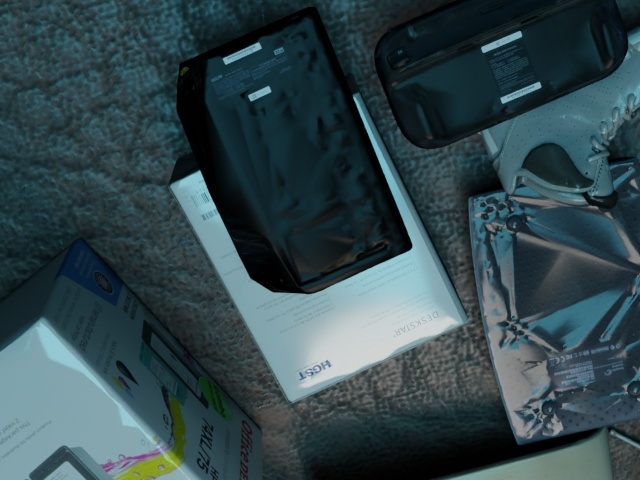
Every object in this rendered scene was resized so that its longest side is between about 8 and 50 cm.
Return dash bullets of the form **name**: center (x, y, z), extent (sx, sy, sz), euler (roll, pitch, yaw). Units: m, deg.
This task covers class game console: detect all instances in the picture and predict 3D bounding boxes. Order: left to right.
- **game console**: center (0.078, -0.106, 0.915), extent (0.361, 0.044, 0.213), euler (-23, 109, -1)

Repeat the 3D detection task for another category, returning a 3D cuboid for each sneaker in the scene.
- **sneaker**: center (0.250, -0.096, 0.964), extent (0.228, 0.086, 0.132), euler (-20, 74, 14)

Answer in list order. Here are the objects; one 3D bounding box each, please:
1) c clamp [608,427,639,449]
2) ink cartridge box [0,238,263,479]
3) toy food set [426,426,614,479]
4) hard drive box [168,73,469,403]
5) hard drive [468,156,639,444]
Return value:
- **c clamp**: center (0.387, 0.167, 1.118), extent (0.137, 0.022, 0.161), euler (33, 106, -12)
- **ink cartridge box**: center (-0.208, 0.182, 1.010), extent (0.197, 0.198, 0.270), euler (-38, 107, 10)
- **toy food set**: center (0.155, 0.303, 1.133), extent (0.306, 0.092, 0.220), euler (-13, 108, -6)
- **hard drive box**: center (0.000, 0.000, 1.010), extent (0.181, 0.089, 0.232), euler (-25, 108, 6)
- **hard drive**: center (0.232, 0.055, 1.056), extent (0.172, 0.054, 0.255), euler (-14, 109, 2)
